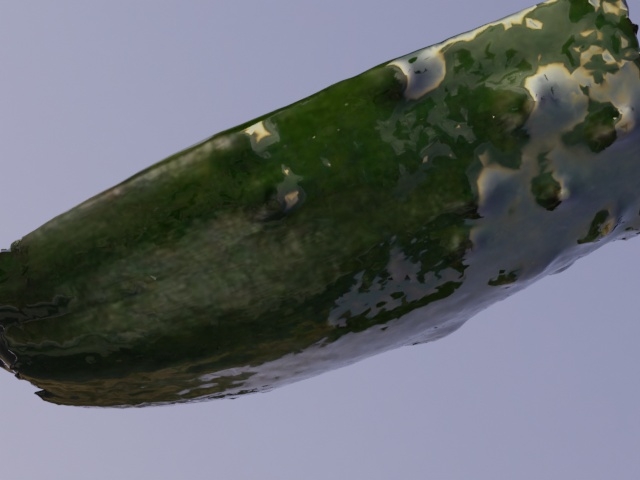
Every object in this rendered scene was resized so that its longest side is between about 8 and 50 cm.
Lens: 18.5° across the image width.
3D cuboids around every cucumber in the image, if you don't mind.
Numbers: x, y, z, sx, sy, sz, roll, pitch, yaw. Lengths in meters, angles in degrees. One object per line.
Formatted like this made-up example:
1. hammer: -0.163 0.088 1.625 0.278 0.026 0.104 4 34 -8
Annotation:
1. cucumber: 0.001 0.001 0.846 0.145 0.325 0.105 88 -18 -78
